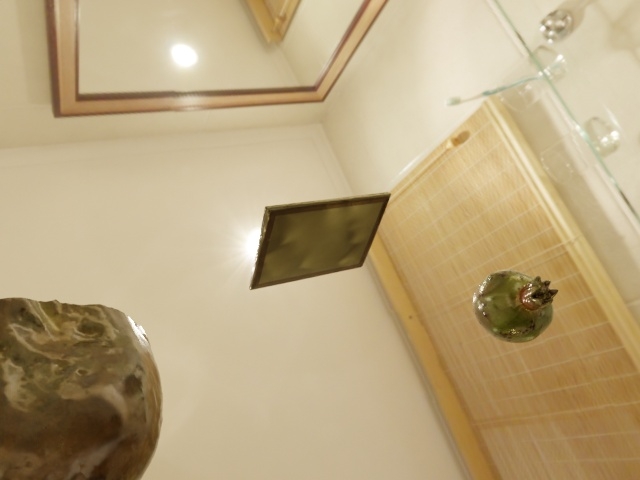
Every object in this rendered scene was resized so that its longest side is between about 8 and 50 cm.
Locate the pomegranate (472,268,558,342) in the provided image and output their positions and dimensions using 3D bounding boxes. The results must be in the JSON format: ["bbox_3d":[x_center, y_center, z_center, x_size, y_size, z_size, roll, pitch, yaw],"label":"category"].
[{"bbox_3d":[0.408,0.130,0.963,0.160,0.205,0.159,4,-113,-9],"label":"pomegranate"}]

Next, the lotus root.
[{"bbox_3d":[-0.303,0.207,0.539,0.267,0.149,0.260,23,-153,-46],"label":"lotus root"}]

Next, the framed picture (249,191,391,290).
[{"bbox_3d":[0.000,0.000,0.763,0.232,0.172,0.010,-8,-136,-31],"label":"framed picture"}]
